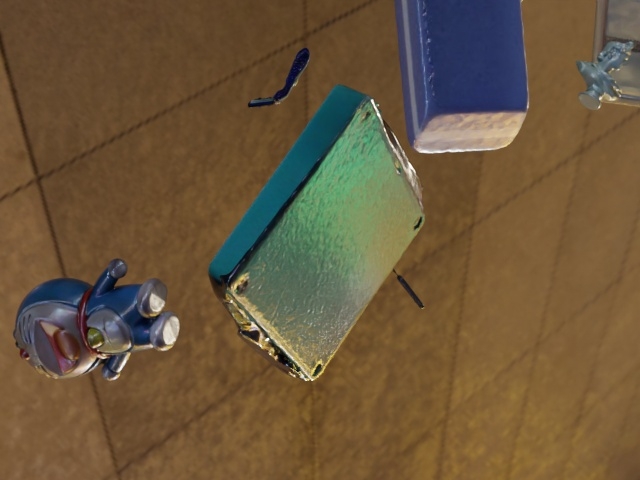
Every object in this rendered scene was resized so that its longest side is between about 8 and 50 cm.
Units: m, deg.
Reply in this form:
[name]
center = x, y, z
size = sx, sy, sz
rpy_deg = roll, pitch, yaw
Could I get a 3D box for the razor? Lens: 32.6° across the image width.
[razor]
center = -0.049, -0.225, 1.550
size = 0.154, 0.044, 0.028
rpy_deg = -58, 134, -43

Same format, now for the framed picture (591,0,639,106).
[framed picture]
center = 0.515, -0.256, 1.482
size = 0.213, 0.289, 0.016
rpy_deg = 81, 28, -45

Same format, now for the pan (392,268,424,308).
[pan]
center = 0.129, 0.044, 2.162
size = 0.028, 0.235, 0.136
rpy_deg = -35, 180, -3

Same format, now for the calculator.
[calculator]
center = 0.000, 0.000, 1.093
size = 0.248, 0.058, 0.274
rpy_deg = -57, 151, -10

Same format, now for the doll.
[doll]
center = -0.200, 0.073, 0.942
size = 0.085, 0.152, 0.114
rpy_deg = -60, 138, -61

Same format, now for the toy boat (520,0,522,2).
[toy boat]
center = 0.227, -0.497, 1.784
size = 0.096, 0.299, 0.062
rpy_deg = -39, -178, 40

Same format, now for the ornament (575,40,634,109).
[ornament]
center = 0.342, -0.200, 1.325
size = 0.068, 0.041, 0.092
rpy_deg = 12, 80, -23

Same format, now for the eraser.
[eraser]
center = 0.090, -0.172, 0.723
size = 0.082, 0.036, 0.225
rpy_deg = -5, 89, -22
